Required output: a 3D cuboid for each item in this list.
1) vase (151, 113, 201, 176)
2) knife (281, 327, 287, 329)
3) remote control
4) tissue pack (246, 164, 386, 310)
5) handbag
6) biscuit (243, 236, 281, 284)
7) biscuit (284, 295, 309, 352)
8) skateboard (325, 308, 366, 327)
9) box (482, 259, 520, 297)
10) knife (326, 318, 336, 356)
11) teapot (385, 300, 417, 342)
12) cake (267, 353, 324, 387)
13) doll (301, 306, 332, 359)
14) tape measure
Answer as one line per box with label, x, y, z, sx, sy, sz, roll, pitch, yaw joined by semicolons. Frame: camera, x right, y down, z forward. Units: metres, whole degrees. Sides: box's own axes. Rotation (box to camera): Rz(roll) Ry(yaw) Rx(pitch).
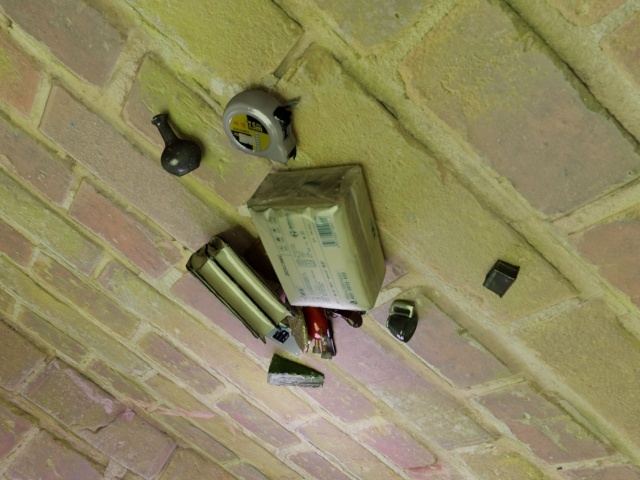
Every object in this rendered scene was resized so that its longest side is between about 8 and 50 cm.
vase;-0.427;-0.279;1.437;0.120;0.120;0.182;-20;104;39
knife;-0.161;0.328;1.842;0.091;0.005;0.014;-2;126;29
remote control;-0.194;0.312;1.885;0.344;0.050;0.145;33;136;-3
tissue pack;0.000;0.000;1.390;0.298;0.207;0.380;1;130;24
handbag;-0.272;0.158;1.663;0.358;0.160;0.237;50;175;-15
biscuit;-0.150;0.081;1.666;0.215;0.034;0.182;40;136;-11
biscuit;-0.083;0.287;1.721;0.033;0.219;0.219;-15;134;-17
skateboard;0.076;0.248;1.690;0.152;0.067;0.080;27;146;11
box;0.486;0.100;1.339;0.063;0.060;0.084;31;137;11
knife;0.027;0.368;1.846;0.060;0.028;0.230;18;139;29
teapot;0.260;0.256;1.593;0.091;0.124;0.092;21;179;31
cake;-0.100;0.546;2.063;0.236;0.099;0.100;6;133;-5
doll;-0.017;0.301;1.732;0.183;0.085;0.217;178;75;-71
tape measure;-0.154;-0.303;1.280;0.196;0.105;0.178;20;142;12
